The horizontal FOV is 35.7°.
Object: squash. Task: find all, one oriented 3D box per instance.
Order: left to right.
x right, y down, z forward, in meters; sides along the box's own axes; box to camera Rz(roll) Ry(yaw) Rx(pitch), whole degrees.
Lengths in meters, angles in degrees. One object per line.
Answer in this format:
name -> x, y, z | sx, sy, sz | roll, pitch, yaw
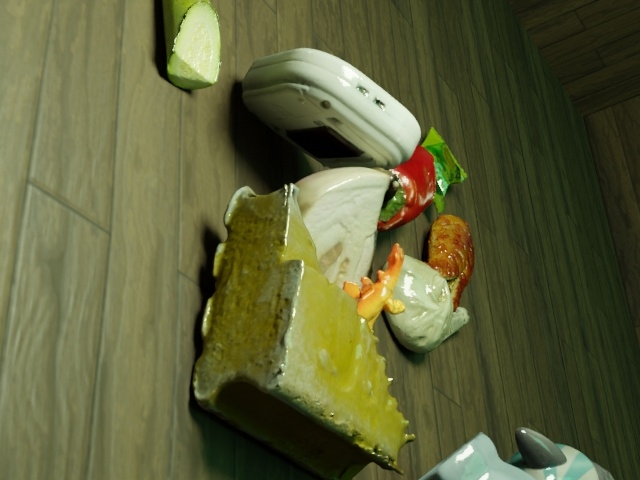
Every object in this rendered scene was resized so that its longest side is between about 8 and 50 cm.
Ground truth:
squash -> -0.186, -0.316, 1.386 | 0.090, 0.075, 0.200 | 3, 65, -35

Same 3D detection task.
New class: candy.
candy -> 0.245, -0.154, 2.122 | 0.149, 0.069, 0.246 | 60, 31, -7

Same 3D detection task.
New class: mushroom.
mushroom -> -0.025, -0.005, 1.427 | 0.173, 0.162, 0.236 | -1, 109, -40

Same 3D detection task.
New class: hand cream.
hand cream -> 0.244, 0.163, 1.930 | 0.143, 0.039, 0.061 | -14, 91, -55

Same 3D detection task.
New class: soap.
soap -> -0.001, 0.130, 1.313 | 0.339, 0.169, 0.304 | 42, 46, -44

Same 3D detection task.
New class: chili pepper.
chili pepper -> 0.108, -0.079, 1.722 | 0.338, 0.131, 0.134 | -41, 133, -67

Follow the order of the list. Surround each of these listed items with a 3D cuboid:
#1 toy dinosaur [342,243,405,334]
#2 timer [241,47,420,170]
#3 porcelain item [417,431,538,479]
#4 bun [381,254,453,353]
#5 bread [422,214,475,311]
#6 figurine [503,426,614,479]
toy dinosaur -> 0.036, 0.129, 1.390 | 0.117, 0.070, 0.288 | 28, 90, -35
timer -> 0.010, -0.185, 1.475 | 0.237, 0.262, 0.087 | 36, 75, -26
porcelain item -> 0.302, 0.498, 1.482 | 0.178, 0.242, 0.405 | -23, 70, -44
bun -> 0.180, 0.104, 1.762 | 0.183, 0.102, 0.183 | 48, 31, -42
bread -> 0.254, 0.044, 1.958 | 0.139, 0.095, 0.269 | 62, 21, -20
figurine -> 0.346, 0.503, 1.711 | 0.378, 0.266, 0.361 | 41, 53, -17
